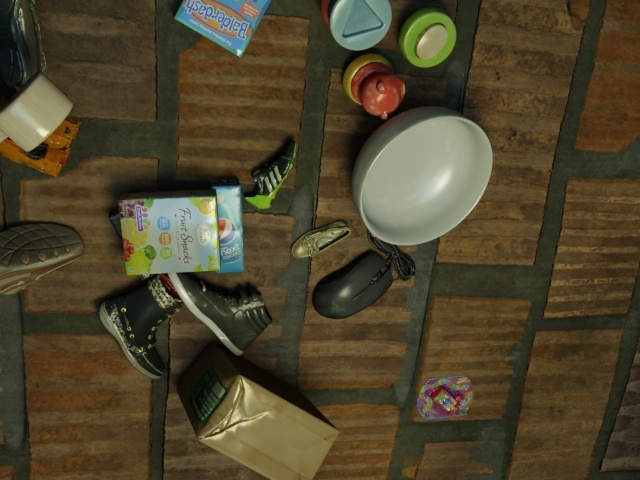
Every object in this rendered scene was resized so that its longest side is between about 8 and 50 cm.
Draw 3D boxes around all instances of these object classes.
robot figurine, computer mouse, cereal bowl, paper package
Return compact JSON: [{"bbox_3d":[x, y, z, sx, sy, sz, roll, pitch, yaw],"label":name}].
[{"bbox_3d":[-0.645,-0.248,1.367,0.291,0.085,0.211,29,140,-17],"label":"robot figurine"},{"bbox_3d":[0.100,0.103,1.694,0.272,0.072,0.188,-39,114,3],"label":"computer mouse"},{"bbox_3d":[0.216,-0.162,1.563,0.338,0.141,0.339,-15,130,-18],"label":"cereal bowl"},{"bbox_3d":[-0.157,0.405,1.600,0.309,0.325,0.168,34,85,-20],"label":"paper package"}]

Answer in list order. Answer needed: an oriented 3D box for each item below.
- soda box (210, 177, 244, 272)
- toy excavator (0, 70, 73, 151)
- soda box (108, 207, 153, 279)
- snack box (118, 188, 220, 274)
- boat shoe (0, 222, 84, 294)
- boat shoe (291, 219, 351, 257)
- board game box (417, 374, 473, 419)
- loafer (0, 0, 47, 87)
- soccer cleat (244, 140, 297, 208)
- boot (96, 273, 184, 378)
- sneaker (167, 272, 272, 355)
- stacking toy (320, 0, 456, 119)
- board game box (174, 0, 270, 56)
[{"bbox_3d":[-0.216,-0.035,1.573,0.067,0.071,0.210,-4,110,-10],"label":"soda box"},{"bbox_3d":[-0.693,-0.140,1.275,0.445,0.433,0.222,-52,122,-13],"label":"toy excavator"},{"bbox_3d":[-0.417,0.000,1.551,0.060,0.053,0.169,-25,113,-3],"label":"soda box"},{"bbox_3d":[-0.327,-0.020,1.490,0.207,0.070,0.175,-4,110,-7],"label":"snack box"},{"bbox_3d":[-0.683,0.054,1.492,0.324,0.123,0.116,-15,146,-16],"label":"boat shoe"},{"bbox_3d":[0.001,0.001,1.648,0.153,0.048,0.056,-24,113,-4],"label":"boat shoe"},{"bbox_3d":[0.356,0.447,1.896,0.168,0.033,0.133,-3,110,-12],"label":"board game box"},{"bbox_3d":[-0.601,-0.442,1.349,0.096,0.084,0.268,8,109,23],"label":"loafer"},{"bbox_3d":[-0.114,-0.155,1.561,0.072,0.060,0.179,25,105,-18],"label":"soccer cleat"},{"bbox_3d":[-0.390,0.204,1.604,0.178,0.085,0.236,-30,109,8],"label":"boot"},{"bbox_3d":[-0.230,0.135,1.620,0.147,0.104,0.296,-38,119,1],"label":"sneaker"},{"bbox_3d":[0.162,-0.429,1.434,0.279,0.130,0.309,-25,130,2],"label":"stacking toy"},{"bbox_3d":[-0.188,-0.518,1.420,0.160,0.047,0.210,26,103,-20],"label":"board game box"}]
